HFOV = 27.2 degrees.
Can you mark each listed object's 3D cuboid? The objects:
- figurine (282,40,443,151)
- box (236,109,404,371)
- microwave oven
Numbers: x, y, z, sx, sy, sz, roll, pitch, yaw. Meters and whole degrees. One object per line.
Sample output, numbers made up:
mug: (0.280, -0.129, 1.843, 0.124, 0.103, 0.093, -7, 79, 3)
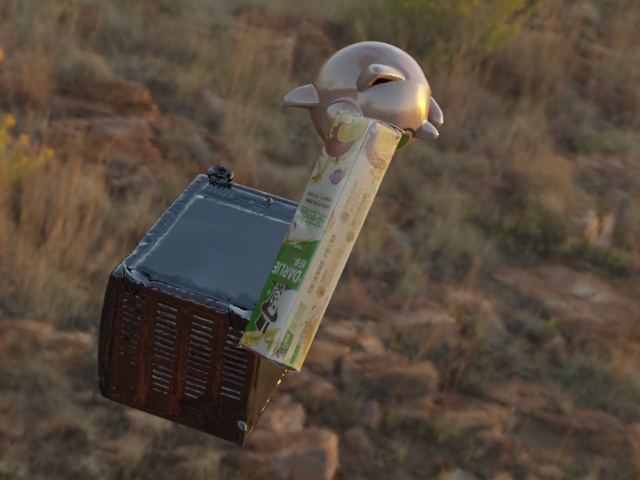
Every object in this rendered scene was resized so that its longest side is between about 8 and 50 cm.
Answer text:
figurine: (0.046, -0.132, 1.286, 0.125, 0.125, 0.138, 35, 14, 32)
box: (0.000, 0.000, 1.033, 0.041, 0.207, 0.050, 25, -3, -39)
microwave oven: (-0.113, 0.061, 1.406, 0.188, 0.178, 0.247, 20, 34, 11)
